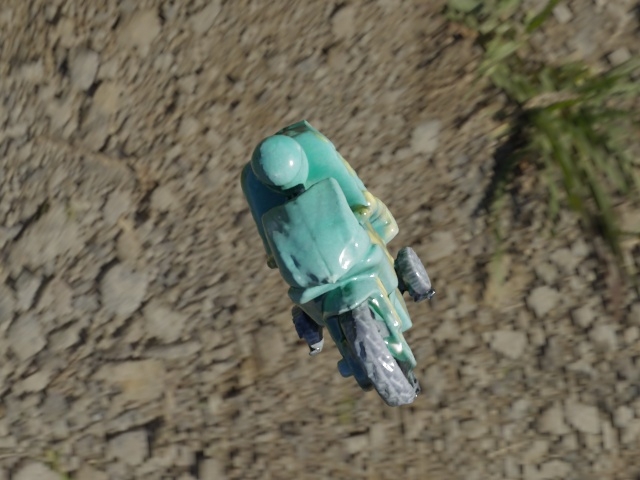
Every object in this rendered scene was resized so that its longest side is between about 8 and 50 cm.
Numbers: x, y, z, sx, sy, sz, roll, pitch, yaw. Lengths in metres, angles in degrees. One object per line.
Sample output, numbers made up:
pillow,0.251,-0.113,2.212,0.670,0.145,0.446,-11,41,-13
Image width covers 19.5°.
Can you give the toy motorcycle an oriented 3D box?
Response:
toy motorcycle,0.000,-0.001,1.386,0.109,0.296,0.198,-28,109,5
